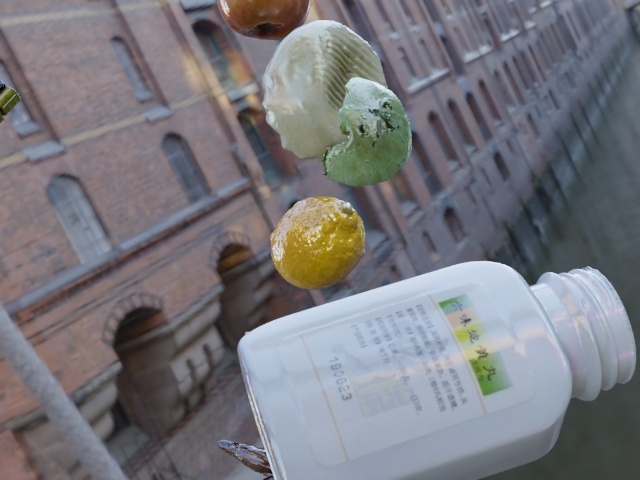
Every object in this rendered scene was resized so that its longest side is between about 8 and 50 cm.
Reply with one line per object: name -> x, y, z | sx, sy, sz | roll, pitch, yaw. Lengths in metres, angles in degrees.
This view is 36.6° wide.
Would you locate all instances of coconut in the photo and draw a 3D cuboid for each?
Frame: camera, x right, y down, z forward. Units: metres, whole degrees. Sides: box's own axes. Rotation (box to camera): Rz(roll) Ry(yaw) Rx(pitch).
coconut -> 0.068, -0.140, 1.223 | 0.133, 0.158, 0.055 | 14, -24, -25

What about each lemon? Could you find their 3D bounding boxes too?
lemon -> 0.000, 0.000, 1.534 | 0.142, 0.142, 0.187 | -33, -10, -46

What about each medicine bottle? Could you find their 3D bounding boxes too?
medicine bottle -> 0.103, 0.118, 0.840 | 0.324, 0.179, 0.124 | -18, -38, -7

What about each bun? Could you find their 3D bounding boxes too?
bun -> -0.004, -0.259, 1.700 | 0.160, 0.259, 0.259 | -6, 18, 39

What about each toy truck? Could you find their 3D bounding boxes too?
toy truck -> -0.610, -0.254, 1.818 | 0.083, 0.054, 0.049 | -54, -22, -22

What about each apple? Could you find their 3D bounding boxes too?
apple -> -0.116, -0.504, 1.996 | 0.209, 0.164, 0.209 | 2, -11, 0

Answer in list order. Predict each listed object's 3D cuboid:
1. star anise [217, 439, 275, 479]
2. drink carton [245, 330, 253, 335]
star anise -> -0.028, 0.351, 1.430 | 0.272, 0.272, 0.102 | -26, -29, 8
drink carton -> -0.009, 0.265, 1.232 | 0.111, 0.155, 0.351 | -13, 33, -7
